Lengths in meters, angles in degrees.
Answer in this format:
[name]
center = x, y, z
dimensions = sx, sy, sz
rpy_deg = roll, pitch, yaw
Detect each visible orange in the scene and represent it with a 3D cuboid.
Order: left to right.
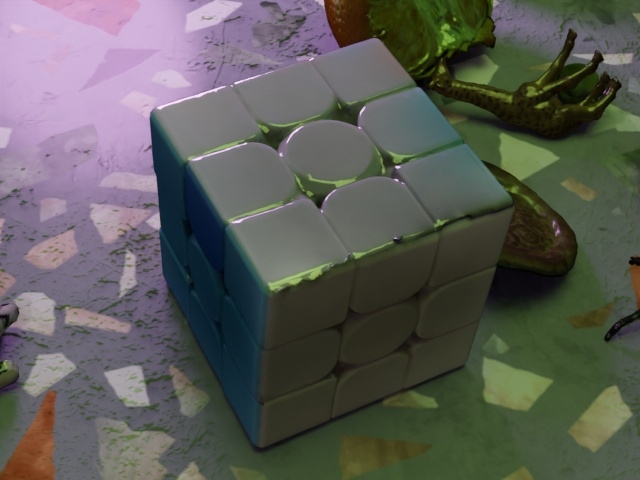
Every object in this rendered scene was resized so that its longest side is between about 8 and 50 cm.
[orange]
center = 0.127, -0.386, 1.593
dimensions = 0.334, 0.263, 0.196
rpy_deg = -40, 45, -24

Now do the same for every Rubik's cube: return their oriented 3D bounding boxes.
[Rubik's cube]
center = 0.000, 0.000, 1.217
dimensions = 0.291, 0.292, 0.290
rpy_deg = -19, 54, -20

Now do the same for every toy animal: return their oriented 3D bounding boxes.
[toy animal]
center = 0.293, -0.213, 1.560
dimensions = 0.275, 0.149, 0.054
rpy_deg = -13, 6, 0

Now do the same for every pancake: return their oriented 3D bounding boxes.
[pancake]
center = 0.219, -0.033, 1.389
dimensions = 0.250, 0.031, 0.250
rpy_deg = 18, 30, -11

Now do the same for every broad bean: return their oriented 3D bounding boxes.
[broad bean]
center = 0.382, -0.237, 1.626
dimensions = 0.063, 0.045, 0.083
rpy_deg = 29, 45, 17

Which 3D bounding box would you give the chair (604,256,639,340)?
[chair]
center = 0.463, 0.080, 1.294
dimensions = 0.213, 0.149, 0.174
rpy_deg = -19, 52, -26

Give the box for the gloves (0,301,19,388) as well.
[gloves]
center = -0.421, 0.127, 1.195
dimensions = 0.127, 0.111, 0.212
rpy_deg = 32, 61, 27
